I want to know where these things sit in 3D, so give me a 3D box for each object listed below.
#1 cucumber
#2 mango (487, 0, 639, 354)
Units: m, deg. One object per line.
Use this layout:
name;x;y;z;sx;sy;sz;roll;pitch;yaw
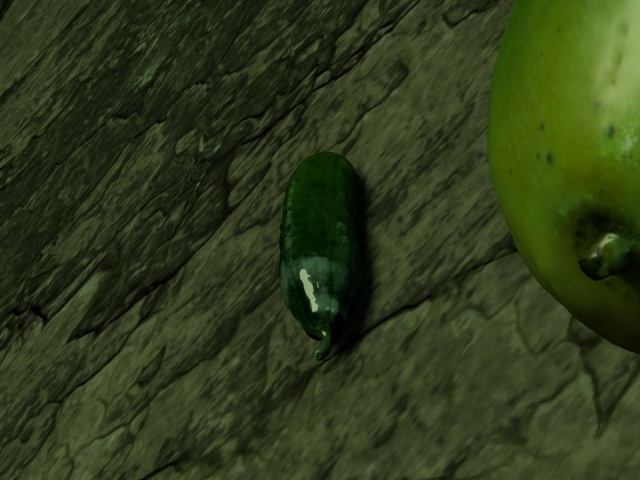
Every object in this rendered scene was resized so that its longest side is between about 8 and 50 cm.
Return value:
cucumber;0.000;0.000;1.090;0.056;0.056;0.250;-42;22;21
mango;0.210;-0.114;0.648;0.201;0.225;0.382;29;71;24
